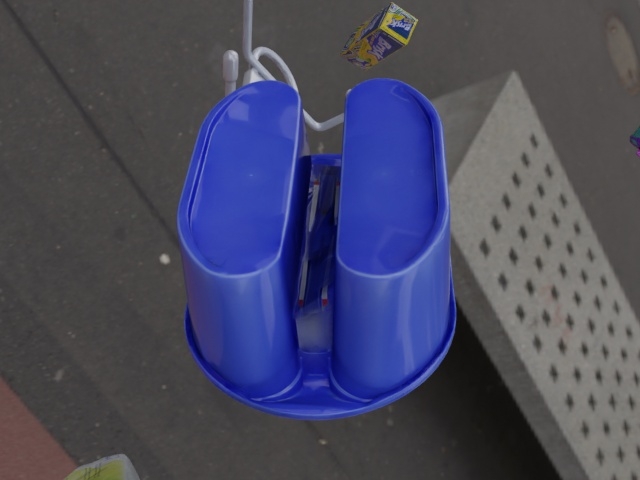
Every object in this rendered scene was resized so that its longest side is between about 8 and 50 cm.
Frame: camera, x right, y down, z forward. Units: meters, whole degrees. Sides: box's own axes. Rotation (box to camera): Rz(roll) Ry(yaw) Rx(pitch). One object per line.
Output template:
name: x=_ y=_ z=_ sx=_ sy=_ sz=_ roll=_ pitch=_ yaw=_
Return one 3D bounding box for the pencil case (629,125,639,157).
pencil case: x=0.485 y=-0.171 z=1.130 sx=0.064 sy=0.152 sz=0.070 roll=42 pitch=33 yaw=7

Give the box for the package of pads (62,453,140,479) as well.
package of pads: x=-0.173 y=0.325 z=0.762 sx=0.101 sy=0.296 sz=0.229 roll=-26 pitch=91 yaw=-14

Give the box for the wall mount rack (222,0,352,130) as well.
wall mount rack: x=-0.057 y=-0.183 z=1.111 sx=0.304 sy=0.130 sz=0.350 roll=43 pitch=36 yaw=-39

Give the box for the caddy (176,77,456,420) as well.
caddy: x=0.000 y=0.000 z=0.773 sx=0.341 sy=0.241 sz=0.179 roll=-84 pitch=172 yaw=-47

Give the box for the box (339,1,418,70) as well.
box: x=0.099 y=-0.350 z=1.473 sx=0.059 sy=0.169 sz=0.054 roll=29 pitch=76 yaw=-17
